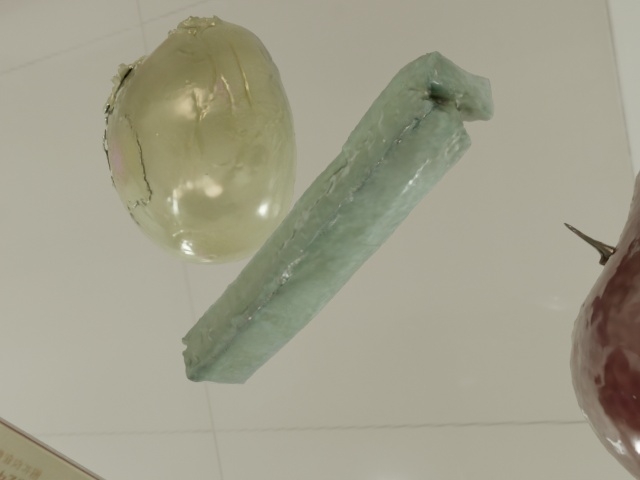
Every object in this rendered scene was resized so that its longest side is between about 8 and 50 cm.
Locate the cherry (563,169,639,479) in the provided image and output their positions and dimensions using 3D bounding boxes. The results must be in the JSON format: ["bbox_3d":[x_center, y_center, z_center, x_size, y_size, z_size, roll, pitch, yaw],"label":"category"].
[{"bbox_3d":[0.290,0.051,0.391,0.307,0.261,0.221,24,165,20],"label":"cherry"}]

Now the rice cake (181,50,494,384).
[{"bbox_3d":[0.000,0.000,0.517,0.066,0.063,0.336,16,129,-41],"label":"rice cake"}]

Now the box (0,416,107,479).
[{"bbox_3d":[-0.277,0.379,0.589,0.122,0.385,0.345,1,-128,46],"label":"box"}]

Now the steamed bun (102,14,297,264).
[{"bbox_3d":[-0.182,-0.123,0.959,0.232,0.312,0.334,-7,139,-22],"label":"steamed bun"}]
